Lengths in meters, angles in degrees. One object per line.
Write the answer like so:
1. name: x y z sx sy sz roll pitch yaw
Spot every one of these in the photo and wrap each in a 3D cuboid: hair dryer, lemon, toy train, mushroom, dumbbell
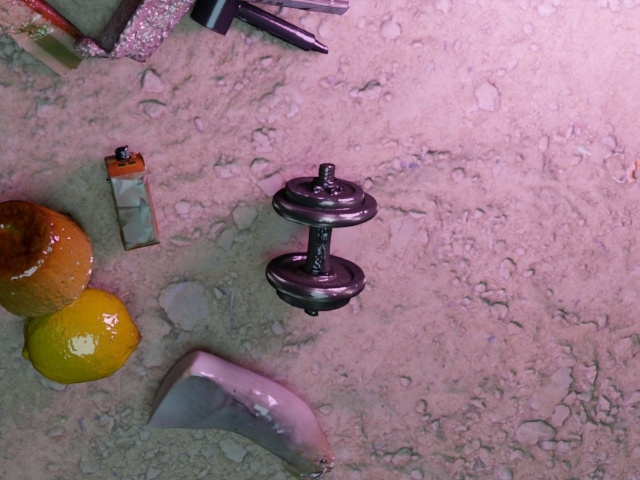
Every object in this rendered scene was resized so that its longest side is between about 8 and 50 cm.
1. hair dryer: -0.087 -0.392 1.856 0.255 0.070 0.128 19 105 -27
2. lemon: -0.429 0.171 1.919 0.193 0.180 0.180 -30 115 9
3. toy train: -0.332 -0.071 1.890 0.072 0.099 0.188 -12 114 -9
4. mushroom: -0.123 0.348 2.094 0.397 0.126 0.177 26 112 -22
5. dumbbell: 0.000 0.000 1.951 0.192 0.192 0.290 1 110 -15

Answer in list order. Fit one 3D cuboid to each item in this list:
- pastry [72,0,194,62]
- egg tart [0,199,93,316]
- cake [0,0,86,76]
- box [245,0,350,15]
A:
1. pastry: -0.285 -0.381 1.779 0.265 0.103 0.112 -45 121 3
2. egg tart: -0.496 0.017 1.814 0.202 0.147 0.202 -1 70 3
3. cake: -0.488 -0.371 1.768 0.086 0.117 0.220 -45 147 8
4. box: -0.106 -0.478 1.754 0.325 0.047 0.180 3 80 -24
